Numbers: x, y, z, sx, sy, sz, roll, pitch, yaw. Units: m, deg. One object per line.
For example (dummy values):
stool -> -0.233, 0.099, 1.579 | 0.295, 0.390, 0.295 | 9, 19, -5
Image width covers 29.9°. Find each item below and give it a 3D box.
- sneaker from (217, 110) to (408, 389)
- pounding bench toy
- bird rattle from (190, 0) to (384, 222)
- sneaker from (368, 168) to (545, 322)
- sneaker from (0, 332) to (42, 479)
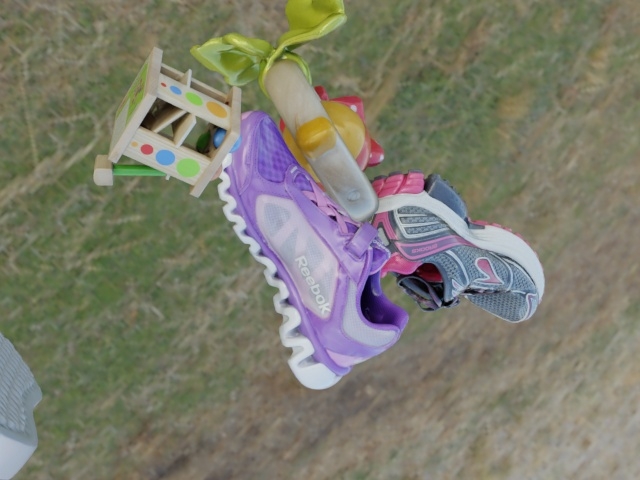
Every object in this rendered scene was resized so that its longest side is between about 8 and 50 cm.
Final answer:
sneaker -> 0.000, 0.000, 0.962 | 0.236, 0.104, 0.095 | 67, 29, -10
pounding bench toy -> -0.089, -0.056, 0.704 | 0.065, 0.052, 0.083 | 25, 124, -21
bird rattle -> -0.010, -0.097, 1.105 | 0.143, 0.207, 0.254 | -23, 137, -1
sneaker -> 0.145, 0.033, 1.334 | 0.299, 0.120, 0.112 | 30, 57, -42
sneaker -> -0.203, 0.079, 0.526 | 0.127, 0.126, 0.321 | -37, 178, -11
